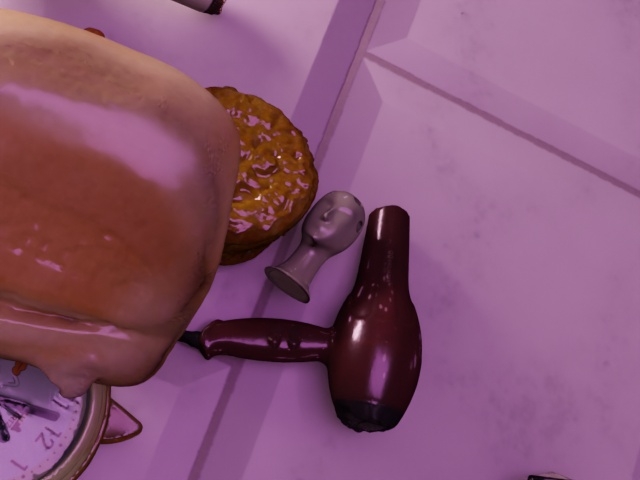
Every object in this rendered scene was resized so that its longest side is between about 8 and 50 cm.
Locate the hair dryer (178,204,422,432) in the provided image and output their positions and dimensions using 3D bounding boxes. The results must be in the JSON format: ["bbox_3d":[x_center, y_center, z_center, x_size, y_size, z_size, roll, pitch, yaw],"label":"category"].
[{"bbox_3d":[-0.034,0.089,1.299,0.341,0.123,0.312,6,64,-7],"label":"hair dryer"}]

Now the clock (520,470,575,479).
[{"bbox_3d":[0.327,0.362,1.305,0.198,0.172,0.064,9,115,-4],"label":"clock"}]

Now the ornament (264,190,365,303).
[{"bbox_3d":[0.000,0.000,1.273,0.075,0.081,0.156,29,65,21],"label":"ornament"}]

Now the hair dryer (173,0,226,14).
[{"bbox_3d":[-0.265,-0.373,1.288,0.362,0.203,0.128,16,71,-34],"label":"hair dryer"}]

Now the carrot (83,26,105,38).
[{"bbox_3d":[-0.322,-0.193,1.286,0.037,0.037,0.190,18,74,-14],"label":"carrot"}]

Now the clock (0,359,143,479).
[{"bbox_3d":[-0.389,0.178,1.131,0.348,0.117,0.286,37,68,-8],"label":"clock"}]

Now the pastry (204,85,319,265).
[{"bbox_3d":[-0.125,-0.092,1.271,0.240,0.132,0.235,-12,79,-26],"label":"pastry"}]

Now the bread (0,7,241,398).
[{"bbox_3d":[-0.289,-0.056,1.017,0.376,0.253,0.348,16,115,-14],"label":"bread"}]
